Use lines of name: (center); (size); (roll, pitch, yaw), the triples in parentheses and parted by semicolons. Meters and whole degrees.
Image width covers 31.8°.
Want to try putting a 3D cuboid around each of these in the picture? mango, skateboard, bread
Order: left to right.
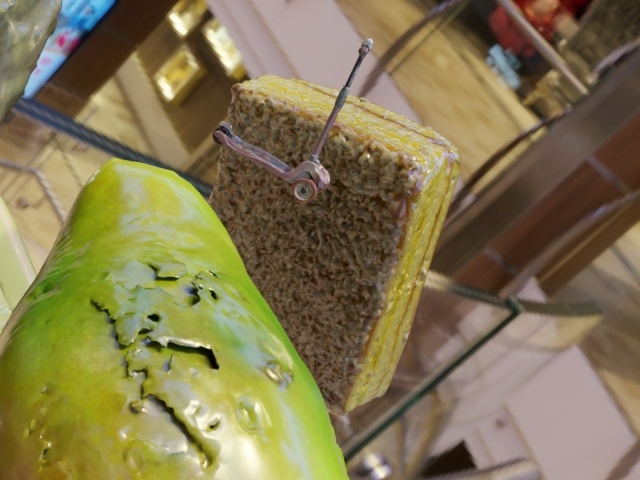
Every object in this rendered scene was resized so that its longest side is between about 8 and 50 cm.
mango: (-0.056, 0.058, 0.383); (0.125, 0.111, 0.233); (68, 2, -51)
skateboard: (-0.009, -0.068, 0.549); (0.064, 0.083, 0.032); (31, 20, 3)
bread: (0.000, 0.000, 0.925); (0.184, 0.234, 0.110); (26, 26, 20)

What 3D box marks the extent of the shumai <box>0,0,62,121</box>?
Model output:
shumai: (-0.239, -0.132, 0.439); (0.203, 0.272, 0.222); (34, -18, 28)

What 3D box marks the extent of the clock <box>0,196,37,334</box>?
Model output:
clock: (-0.209, 0.091, 0.686); (0.069, 0.232, 0.170); (-14, 53, -27)
